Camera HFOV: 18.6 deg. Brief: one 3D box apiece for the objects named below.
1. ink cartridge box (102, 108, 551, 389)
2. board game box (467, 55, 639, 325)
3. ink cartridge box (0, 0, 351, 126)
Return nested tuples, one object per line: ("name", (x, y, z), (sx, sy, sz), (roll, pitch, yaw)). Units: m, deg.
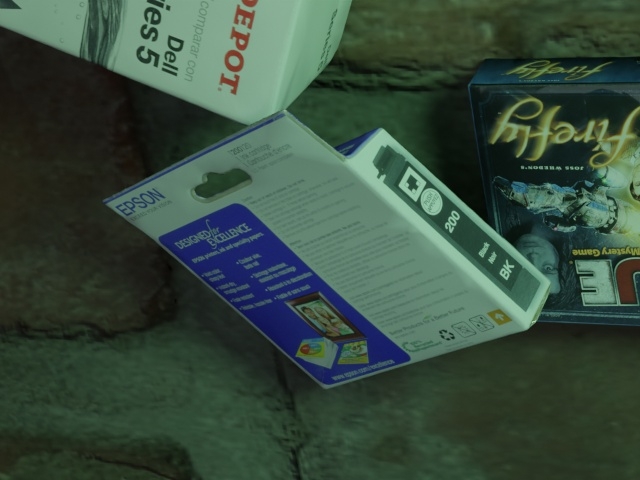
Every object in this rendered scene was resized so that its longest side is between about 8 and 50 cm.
("ink cartridge box", (0.000, 0.000, 1.203), (0.208, 0.045, 0.206), (41, 145, -22))
("board game box", (0.218, -0.027, 1.150), (0.243, 0.042, 0.165), (1, 119, 23))
("ink cartridge box", (-0.111, -0.212, 1.137), (0.273, 0.115, 0.198), (22, 126, 10))
